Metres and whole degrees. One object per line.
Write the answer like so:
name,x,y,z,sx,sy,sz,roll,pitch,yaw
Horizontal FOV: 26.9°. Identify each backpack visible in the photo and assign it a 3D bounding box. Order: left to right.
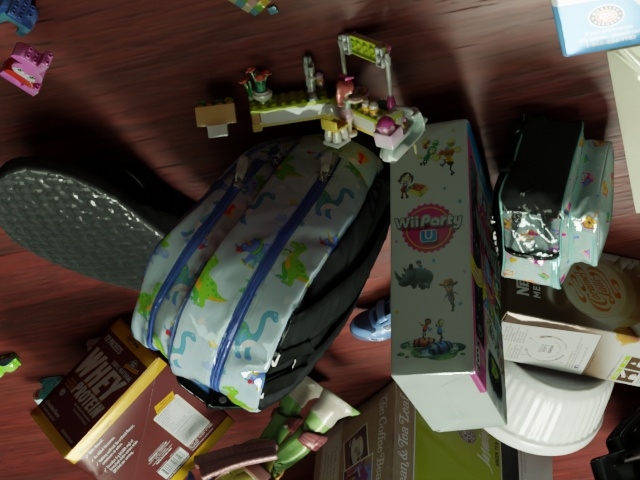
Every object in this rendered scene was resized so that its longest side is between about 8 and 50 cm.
backpack,-0.059,0.038,1.558,0.273,0.355,0.290,21,129,-7
backpack,0.275,-0.037,1.598,0.144,0.166,0.188,12,142,7

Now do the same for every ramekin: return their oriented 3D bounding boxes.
ramekin,0.300,0.179,1.821,0.207,0.207,0.109,11,129,-7

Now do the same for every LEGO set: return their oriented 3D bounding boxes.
LEGO set,-0.370,-0.266,1.457,0.227,0.087,0.093,34,147,-29
LEGO set,-0.009,-0.174,1.522,0.287,0.132,0.107,11,126,28

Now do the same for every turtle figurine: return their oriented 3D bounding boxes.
turtle figurine,-0.040,0.347,1.970,0.274,0.266,0.198,35,173,1

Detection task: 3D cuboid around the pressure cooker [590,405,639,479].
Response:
pressure cooker,0.594,0.401,1.891,0.370,0.420,0.375,-1,162,-45

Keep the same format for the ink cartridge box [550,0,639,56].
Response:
ink cartridge box,0.310,-0.345,1.271,0.223,0.129,0.307,-8,137,15

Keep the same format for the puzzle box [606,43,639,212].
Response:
puzzle box,0.543,-0.164,1.512,0.409,0.052,0.272,-8,136,14

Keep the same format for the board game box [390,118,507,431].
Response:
board game box,0.150,0.046,1.562,0.097,0.303,0.224,-7,156,14

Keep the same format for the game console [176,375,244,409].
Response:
game console,-0.142,0.173,1.910,0.107,0.122,0.071,0,138,6

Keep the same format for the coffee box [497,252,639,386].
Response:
coffee box,0.343,0.093,1.759,0.246,0.141,0.098,11,138,-8

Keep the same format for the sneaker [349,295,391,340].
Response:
sneaker,0.107,0.097,1.856,0.144,0.053,0.059,-15,136,10

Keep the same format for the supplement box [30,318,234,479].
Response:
supplement box,-0.271,0.257,1.939,0.191,0.129,0.194,-47,131,-6

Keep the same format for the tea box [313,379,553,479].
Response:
tea box,0.169,0.444,2.033,0.323,0.329,0.220,28,134,-23

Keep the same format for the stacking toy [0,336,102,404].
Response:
stacking toy,-0.379,0.229,2.052,0.221,0.052,0.167,-11,136,18

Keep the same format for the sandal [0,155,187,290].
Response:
sandal,-0.238,-0.017,1.737,0.167,0.107,0.445,-31,140,32

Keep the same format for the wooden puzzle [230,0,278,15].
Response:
wooden puzzle,-0.078,-0.276,1.481,0.083,0.006,0.049,29,133,-25
